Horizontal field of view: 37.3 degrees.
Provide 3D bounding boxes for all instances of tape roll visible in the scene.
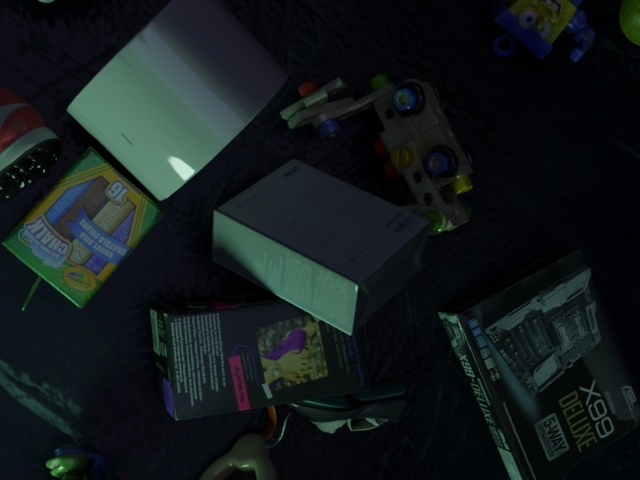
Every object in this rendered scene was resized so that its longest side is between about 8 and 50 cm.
[{"bbox_3d":[-0.184,-0.194,1.232,0.246,0.246,0.169,-46,103,-12],"label":"tape roll"}]

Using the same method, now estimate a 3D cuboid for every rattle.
[{"bbox_3d":[-0.083,0.349,1.363,0.143,0.130,0.200,48,51,-23],"label":"rattle"}]

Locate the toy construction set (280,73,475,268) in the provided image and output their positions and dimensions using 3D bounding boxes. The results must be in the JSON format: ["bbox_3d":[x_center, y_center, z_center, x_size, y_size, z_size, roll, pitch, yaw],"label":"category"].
[{"bbox_3d":[0.098,-0.111,1.368,0.328,0.215,0.151,56,35,-5],"label":"toy construction set"}]

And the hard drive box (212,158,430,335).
[{"bbox_3d":[0.000,0.000,1.271,0.181,0.232,0.089,-37,145,-43],"label":"hard drive box"}]

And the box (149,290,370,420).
[{"bbox_3d":[-0.087,0.146,1.306,0.270,0.165,0.143,-5,92,-18],"label":"box"}]

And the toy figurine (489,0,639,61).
[{"bbox_3d":[0.364,-0.367,1.486,0.362,0.191,0.217,33,111,-22],"label":"toy figurine"}]

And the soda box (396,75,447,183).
[{"bbox_3d":[0.163,-0.160,1.440,0.060,0.053,0.169,-17,96,-16],"label":"soda box"}]

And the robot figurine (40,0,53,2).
[{"bbox_3d":[-0.272,-0.465,1.188,0.353,0.300,0.199,-39,140,14],"label":"robot figurine"}]

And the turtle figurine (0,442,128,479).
[{"bbox_3d":[-0.367,0.397,1.192,0.197,0.274,0.266,-29,66,24],"label":"turtle figurine"}]

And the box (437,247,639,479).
[{"bbox_3d":[0.354,0.198,1.491,0.242,0.076,0.308,-25,98,-16],"label":"box"}]

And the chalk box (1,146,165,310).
[{"bbox_3d":[-0.330,0.001,1.247,0.132,0.132,0.213,44,77,-14],"label":"chalk box"}]

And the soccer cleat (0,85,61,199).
[{"bbox_3d":[-0.494,-0.073,1.221,0.318,0.108,0.116,-37,80,-12],"label":"soccer cleat"}]

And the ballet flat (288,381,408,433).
[{"bbox_3d":[0.037,0.251,1.399,0.203,0.074,0.074,1,90,-24],"label":"ballet flat"}]
